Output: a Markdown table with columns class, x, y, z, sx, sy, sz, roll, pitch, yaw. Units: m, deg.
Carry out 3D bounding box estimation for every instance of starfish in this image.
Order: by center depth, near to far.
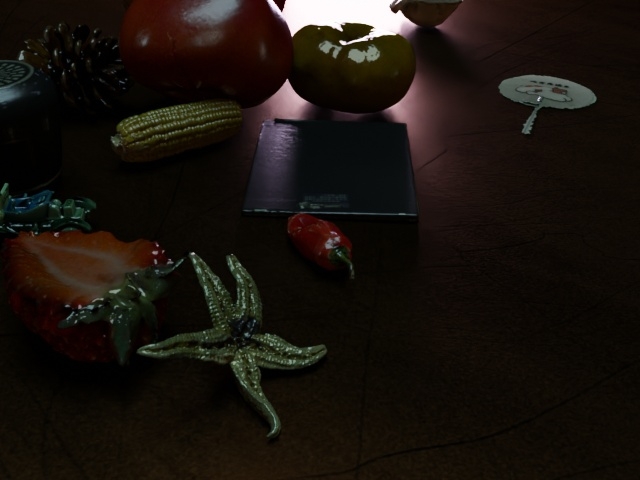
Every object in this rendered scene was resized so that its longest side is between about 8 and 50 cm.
| class | x | y | z | sx | sy | sz | roll | pitch | yaw |
| --- | --- | --- | --- | --- | --- | --- | --- | --- | --- |
| starfish | -0.089 | 0.103 | 0.810 | 0.217 | 0.050 | 0.223 | 9 | 44 | -43 |

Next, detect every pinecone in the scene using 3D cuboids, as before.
| class | x | y | z | sx | sy | sz | roll | pitch | yaw |
| --- | --- | --- | --- | --- | --- | --- | --- | --- | --- |
| pinecone | -0.429 | -0.303 | 1.400 | 0.195 | 0.149 | 0.179 | 15 | 36 | 3 |

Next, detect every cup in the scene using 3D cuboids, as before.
| class | x | y | z | sx | sy | sz | roll | pitch | yaw |
| --- | --- | --- | --- | --- | --- | --- | --- | --- | --- |
| cup | -0.475 | -0.146 | 1.116 | 0.223 | 0.176 | 0.169 | -29 | 45 | -35 |

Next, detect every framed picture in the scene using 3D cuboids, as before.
| class | x | y | z | sx | sy | sz | roll | pitch | yaw |
| --- | --- | --- | --- | --- | --- | --- | --- | --- | --- |
| framed picture | 0.019 | -0.121 | 1.257 | 0.256 | 0.014 | 0.338 | 2 | 31 | 1 |

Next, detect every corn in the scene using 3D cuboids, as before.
| class | x | y | z | sx | sy | sz | roll | pitch | yaw |
| --- | --- | --- | --- | --- | --- | --- | --- | --- | --- |
| corn | -0.229 | -0.180 | 1.278 | 0.238 | 0.080 | 0.080 | -20 | 38 | -35 |

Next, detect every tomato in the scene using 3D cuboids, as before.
| class | x | y | z | sx | sy | sz | roll | pitch | yaw |
| --- | --- | --- | --- | --- | --- | --- | --- | --- | --- |
| tomato | -0.194 | -0.352 | 1.372 | 0.299 | 0.226 | 0.298 | 3 | -4 | 0 |

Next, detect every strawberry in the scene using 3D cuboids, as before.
| class | x | y | z | sx | sy | sz | roll | pitch | yaw |
| --- | --- | --- | --- | --- | --- | --- | --- | --- | --- |
| strawberry | -0.273 | 0.064 | 0.862 | 0.228 | 0.097 | 0.174 | 11 | 31 | 20 |

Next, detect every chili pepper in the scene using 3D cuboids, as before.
| class | x | y | z | sx | sy | sz | roll | pitch | yaw |
| --- | --- | --- | --- | --- | --- | --- | --- | --- | --- |
| chili pepper | 0.001 | -0.001 | 1.022 | 0.059 | 0.050 | 0.191 | -29 | 32 | -15 |

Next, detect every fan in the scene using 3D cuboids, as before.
| class | x | y | z | sx | sy | sz | roll | pitch | yaw |
| --- | --- | --- | --- | --- | --- | --- | --- | --- | --- |
| fan | 0.423 | -0.267 | 1.516 | 0.191 | 0.009 | 0.329 | 15 | 34 | 20 |

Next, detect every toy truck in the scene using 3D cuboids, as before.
| class | x | y | z | sx | sy | sz | roll | pitch | yaw |
| --- | --- | --- | --- | --- | --- | --- | --- | --- | --- |
| toy truck | -0.379 | -0.040 | 1.040 | 0.154 | 0.078 | 0.080 | -2 | 33 | -6 |

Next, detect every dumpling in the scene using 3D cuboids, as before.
| class | x | y | z | sx | sy | sz | roll | pitch | yaw |
| --- | --- | --- | --- | --- | --- | --- | --- | --- | --- |
| dumpling | 0.246 | -0.576 | 1.919 | 0.136 | 0.118 | 0.199 | -18 | 15 | -32 |

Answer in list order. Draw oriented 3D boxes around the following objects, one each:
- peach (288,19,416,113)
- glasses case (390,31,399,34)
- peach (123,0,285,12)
| class | x | y | z | sx | sy | sz | roll | pitch | yaw |
| --- | --- | --- | --- | --- | --- | --- | --- | --- | --- |
| peach | 0.058 | -0.330 | 1.473 | 0.251 | 0.153 | 0.251 | 1 | 40 | -1 |
| glasses case | 0.145 | -0.465 | 1.812 | 0.083 | 0.021 | 0.032 | -17 | 35 | -28 |
| peach | -0.240 | -0.567 | 1.682 | 0.370 | 0.369 | 0.370 | 1 | 32 | -1 |
